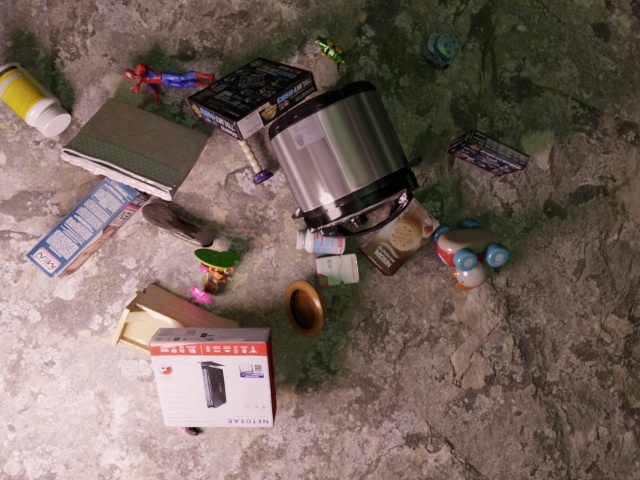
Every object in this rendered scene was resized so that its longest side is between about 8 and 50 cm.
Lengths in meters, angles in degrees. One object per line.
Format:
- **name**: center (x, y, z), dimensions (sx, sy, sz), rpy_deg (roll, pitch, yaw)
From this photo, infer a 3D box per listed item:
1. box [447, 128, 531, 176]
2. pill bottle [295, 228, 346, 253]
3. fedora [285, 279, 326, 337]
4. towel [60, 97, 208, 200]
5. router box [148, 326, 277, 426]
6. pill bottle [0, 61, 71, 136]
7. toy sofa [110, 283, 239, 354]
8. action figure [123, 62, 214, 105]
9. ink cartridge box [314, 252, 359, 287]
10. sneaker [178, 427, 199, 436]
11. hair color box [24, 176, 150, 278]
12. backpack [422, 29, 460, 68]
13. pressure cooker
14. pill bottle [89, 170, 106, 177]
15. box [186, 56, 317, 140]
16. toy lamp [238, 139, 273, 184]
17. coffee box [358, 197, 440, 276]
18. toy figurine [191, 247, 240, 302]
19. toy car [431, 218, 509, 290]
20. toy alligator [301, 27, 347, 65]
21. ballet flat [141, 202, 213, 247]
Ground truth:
- **box**: center (0.573, -0.296, 1.582), dimensions (0.220, 0.175, 0.051), rpy_deg (23, 86, -7)
- **pill bottle**: center (0.000, 0.000, 1.538), dimensions (0.160, 0.087, 0.087), rpy_deg (2, 89, -9)
- **fedora**: center (-0.036, 0.219, 1.518), dimensions (0.079, 0.194, 0.195), rpy_deg (-13, 92, -45)
- **towel**: center (-0.544, -0.288, 1.390), dimensions (0.331, 0.053, 0.317), rpy_deg (21, 44, -8)
- **router box**: center (-0.303, 0.403, 1.352), dimensions (0.334, 0.082, 0.302), rpy_deg (-1, 112, 3)
- **pill bottle**: center (-0.876, -0.424, 1.398), dimensions (0.208, 0.119, 0.119), rpy_deg (45, 84, -5)
- **toy sofa**: center (-0.444, 0.299, 1.456), dimensions (0.362, 0.177, 0.150), rpy_deg (26, 110, -8)
- **action figure**: center (-0.487, -0.483, 1.464), dimensions (0.279, 0.091, 0.139), rpy_deg (8, 71, -8)
- **ink cartridge box**: center (0.055, 0.100, 1.561), dimensions (0.135, 0.056, 0.100), rpy_deg (-7, 91, -8)
- **sneaker**: center (-0.438, 0.588, 1.493), dimensions (0.119, 0.047, 0.057), rpy_deg (39, 73, -7)
- **hair color box**: center (-0.691, -0.048, 1.394), dimensions (0.105, 0.174, 0.347), rpy_deg (44, 84, -7)
- **backpack**: center (0.423, -0.676, 1.610), dimensions (0.114, 0.084, 0.105), rpy_deg (29, 83, -4)
- **pressure cooker**: center (0.071, -0.217, 1.402), dimensions (0.375, 0.369, 0.421), rpy_deg (-27, 95, -25)
- **pill bottle**: center (-0.695, -0.223, 1.440), dimensions (0.043, 0.083, 0.044), rpy_deg (0, 90, -8)
- **box**: center (-0.211, -0.442, 1.398), dimensions (0.293, 0.295, 0.073), rpy_deg (-38, 137, -21)
- **toy lamp**: center (-0.253, -0.318, 1.510), dimensions (0.080, 0.080, 0.275), rpy_deg (-29, 93, -8)
- **coffee box**: center (0.267, -0.012, 1.572), dimensions (0.141, 0.098, 0.246), rpy_deg (44, 84, -5)
- **toy figurine**: center (-0.349, 0.122, 1.481), dimensions (0.130, 0.173, 0.159), rpy_deg (29, 107, 25)
- **toy car**: center (0.500, 0.084, 1.583), dimensions (0.210, 0.219, 0.238), rpy_deg (-8, 119, -8)
- **toy alligator**: center (0.021, -0.666, 1.570), dimensions (0.189, 0.056, 0.051), rpy_deg (37, 43, -5)
- **ballet flat**: center (-0.461, -0.042, 1.490), dimensions (0.249, 0.058, 0.084), rpy_deg (25, 60, -5)
